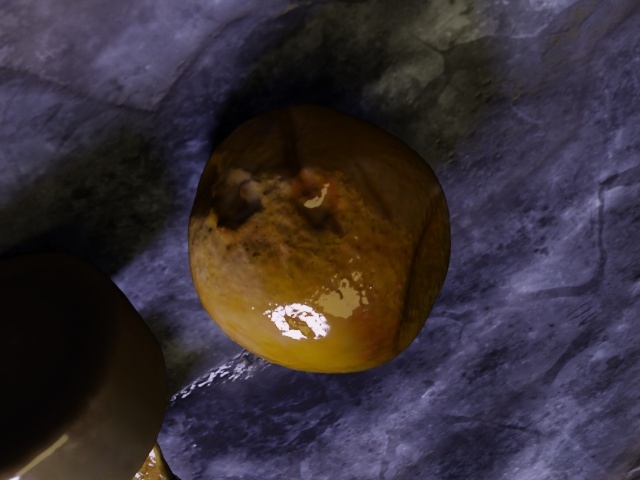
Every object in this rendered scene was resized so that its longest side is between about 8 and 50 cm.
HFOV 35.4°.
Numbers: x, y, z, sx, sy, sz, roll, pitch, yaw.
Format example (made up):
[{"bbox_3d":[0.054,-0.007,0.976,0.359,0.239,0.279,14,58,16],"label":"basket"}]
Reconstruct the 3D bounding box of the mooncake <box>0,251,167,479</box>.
[{"bbox_3d":[-0.294,0.158,1.024,0.284,0.284,0.155,-29,137,4],"label":"mooncake"}]

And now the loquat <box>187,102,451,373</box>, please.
[{"bbox_3d":[0.000,0.000,1.042,0.276,0.276,0.284,-41,159,16],"label":"loquat"}]

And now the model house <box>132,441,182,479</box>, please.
[{"bbox_3d":[-0.309,0.251,1.197,0.268,0.173,0.239,-24,106,-4],"label":"model house"}]
